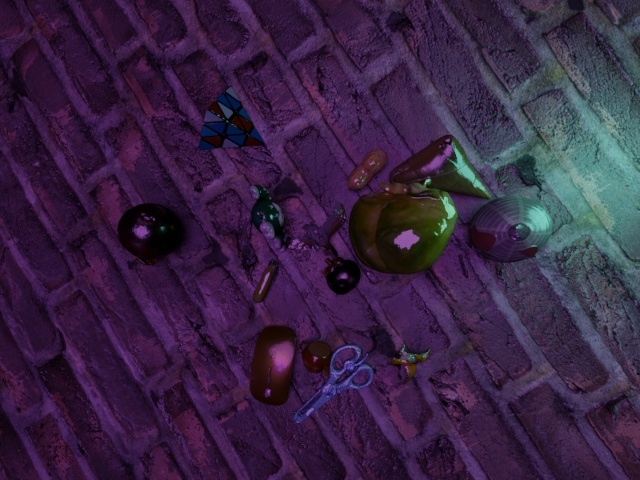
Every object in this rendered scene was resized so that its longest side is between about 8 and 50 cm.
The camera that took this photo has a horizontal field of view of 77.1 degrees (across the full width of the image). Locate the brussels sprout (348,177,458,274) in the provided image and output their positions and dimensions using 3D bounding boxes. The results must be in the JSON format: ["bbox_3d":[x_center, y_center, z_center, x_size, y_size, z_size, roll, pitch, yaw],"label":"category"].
[{"bbox_3d":[0.286,-0.032,1.391,0.372,0.276,0.314,-17,71,13],"label":"brussels sprout"}]

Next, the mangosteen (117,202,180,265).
[{"bbox_3d":[-0.669,-0.019,1.574,0.228,0.228,0.265,35,135,7],"label":"mangosteen"}]

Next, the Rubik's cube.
[{"bbox_3d":[-0.350,-0.438,1.505,0.250,0.234,0.284,34,94,7],"label":"Rubik's cube"}]

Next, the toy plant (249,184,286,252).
[{"bbox_3d":[-0.190,-0.082,1.470,0.113,0.243,0.232,-23,60,7],"label":"toy plant"}]

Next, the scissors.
[{"bbox_3d":[0.037,0.562,1.537,0.393,0.032,0.180,-43,83,6],"label":"scissors"}]

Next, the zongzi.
[{"bbox_3d":[0.429,-0.195,1.454,0.274,0.145,0.300,-33,107,19],"label":"zongzi"}]

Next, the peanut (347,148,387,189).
[{"bbox_3d":[0.173,-0.262,1.498,0.089,0.089,0.192,41,95,7],"label":"peanut"}]

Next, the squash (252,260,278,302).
[{"bbox_3d":[-0.215,0.164,1.572,0.052,0.052,0.183,27,90,8],"label":"squash"}]

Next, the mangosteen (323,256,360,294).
[{"bbox_3d":[0.073,0.121,1.486,0.137,0.137,0.151,-44,92,6],"label":"mangosteen"}]

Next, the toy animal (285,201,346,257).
[{"bbox_3d":[0.000,0.006,1.503,0.273,0.160,0.197,-33,87,14],"label":"toy animal"}]

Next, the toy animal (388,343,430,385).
[{"bbox_3d":[0.332,0.422,1.470,0.095,0.219,0.155,36,57,24],"label":"toy animal"}]

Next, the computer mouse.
[{"bbox_3d":[-0.183,0.487,1.553,0.158,0.072,0.310,10,92,10],"label":"computer mouse"}]

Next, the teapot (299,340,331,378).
[{"bbox_3d":[-0.022,0.450,1.518,0.173,0.116,0.116,33,95,34],"label":"teapot"}]

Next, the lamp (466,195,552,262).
[{"bbox_3d":[0.635,-0.037,1.357,0.266,0.233,0.232,2,90,13],"label":"lamp"}]
